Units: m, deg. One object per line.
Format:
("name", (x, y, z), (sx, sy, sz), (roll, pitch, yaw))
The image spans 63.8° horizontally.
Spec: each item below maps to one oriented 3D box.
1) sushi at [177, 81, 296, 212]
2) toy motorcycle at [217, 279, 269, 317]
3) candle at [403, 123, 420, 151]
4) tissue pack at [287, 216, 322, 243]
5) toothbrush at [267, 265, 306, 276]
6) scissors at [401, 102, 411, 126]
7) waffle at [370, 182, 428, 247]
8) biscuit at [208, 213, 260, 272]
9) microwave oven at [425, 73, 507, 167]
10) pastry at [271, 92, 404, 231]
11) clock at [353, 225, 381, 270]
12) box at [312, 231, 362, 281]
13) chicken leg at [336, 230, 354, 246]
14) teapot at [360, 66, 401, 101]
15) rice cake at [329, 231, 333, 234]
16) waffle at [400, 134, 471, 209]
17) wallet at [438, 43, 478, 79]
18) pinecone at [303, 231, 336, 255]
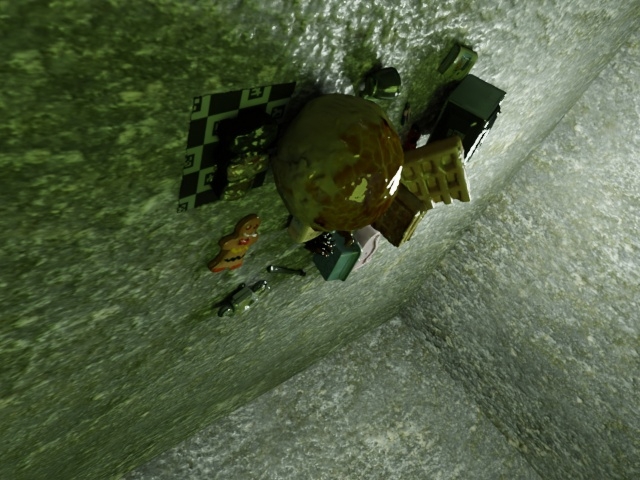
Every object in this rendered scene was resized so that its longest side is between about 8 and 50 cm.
("sushi", (-0.192, -0.200, 1.300), (0.296, 0.100, 0.373), (-24, 152, -38))
("toy motorcycle", (-0.297, 0.234, 1.996), (0.229, 0.074, 0.151), (-37, 161, -17))
("candle", (0.344, -0.329, 2.033), (0.051, 0.048, 0.329), (-43, 161, -21))
("tissue pack", (-0.011, -0.104, 1.809), (0.186, 0.090, 0.222), (-27, 156, -39))
("toothbrush", (-0.137, 0.128, 2.125), (0.297, 0.031, 0.030), (15, 95, -63))
("scissors", (0.301, -0.441, 1.793), (0.039, 0.012, 0.113), (-38, 158, -11))
("waffle", (0.221, -0.138, 1.838), (0.091, 0.308, 0.212), (-34, 158, -31))
("biscuit", (-0.267, 0.015, 1.676), (0.165, 0.036, 0.250), (-12, 144, -54))
("microwave oven", (0.540, -0.426, 1.935), (0.237, 0.181, 0.295), (-50, 167, -35))
("pastry", (0.060, -0.199, 1.400), (0.388, 0.313, 0.388), (-53, 164, -23))
("clock", (0.148, 0.053, 2.396), (0.290, 0.080, 0.275), (-28, 155, -33))
("box", (0.072, 0.063, 2.186), (0.130, 0.162, 0.227), (-12, 145, -33))
("chicken leg", (0.080, -0.062, 1.924), (0.101, 0.207, 0.085), (4, 138, -14))
("teapot", (0.170, -0.436, 1.485), (0.091, 0.092, 0.124), (-14, 143, -20))
("rice cake", (0.072, -0.075, 2.081), (0.171, 0.033, 0.029), (-46, 162, 9))
("waffle", (0.377, -0.229, 1.928), (0.349, 0.077, 0.304), (-15, 138, 15))
("wallet", (0.470, -0.599, 1.741), (0.155, 0.039, 0.110), (-11, 142, -51))
("pinecone", (-0.001, 0.000, 1.978), (0.140, 0.140, 0.120), (20, 89, -66))
